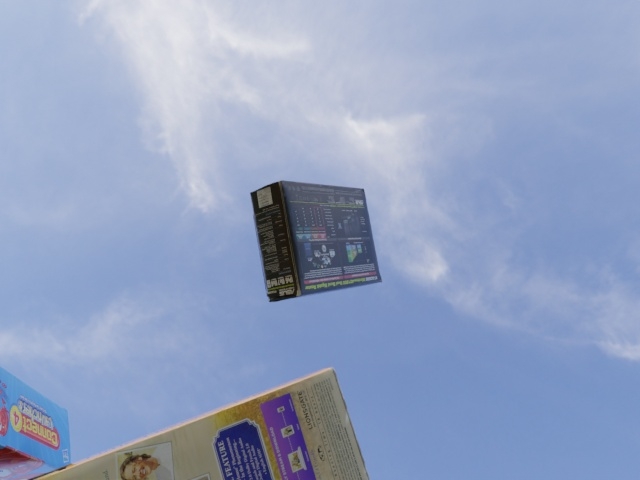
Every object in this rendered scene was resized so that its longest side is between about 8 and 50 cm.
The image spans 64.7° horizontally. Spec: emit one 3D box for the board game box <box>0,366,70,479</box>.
[{"bbox_3d":[-0.457,0.215,0.489,0.308,0.302,0.086,-16,-121,-12],"label":"board game box"}]

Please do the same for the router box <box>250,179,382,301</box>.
[{"bbox_3d":[0.000,0.000,0.441,0.038,0.122,0.092,-16,-99,38],"label":"router box"}]

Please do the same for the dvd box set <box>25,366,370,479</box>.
[{"bbox_3d":[-0.124,0.362,0.582,0.420,0.062,0.308,-14,-101,-28],"label":"dvd box set"}]
